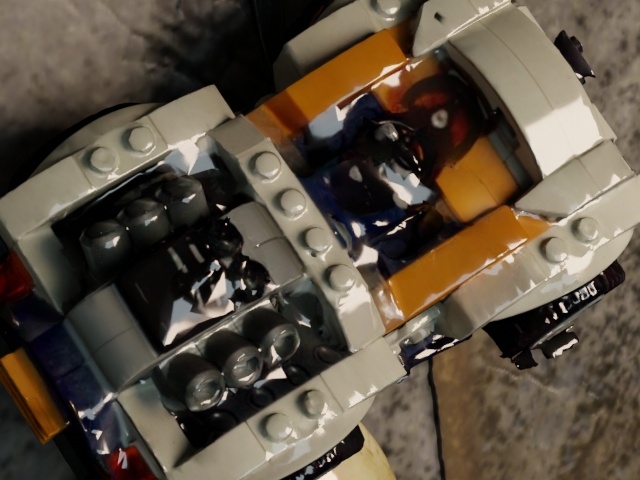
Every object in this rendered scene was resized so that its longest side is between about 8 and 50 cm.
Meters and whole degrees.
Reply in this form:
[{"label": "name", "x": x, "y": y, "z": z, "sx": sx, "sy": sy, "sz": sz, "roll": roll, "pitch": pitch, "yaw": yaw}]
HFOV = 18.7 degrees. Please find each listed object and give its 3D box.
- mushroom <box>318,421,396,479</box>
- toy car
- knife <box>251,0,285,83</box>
[{"label": "mushroom", "x": -0.032, "y": 0.133, "z": 0.910, "sx": 0.148, "sy": 0.112, "sz": 0.148, "roll": 0, "pitch": 115, "yaw": -1}, {"label": "toy car", "x": 0.000, "y": 0.000, "z": 0.837, "sx": 0.301, "sy": 0.118, "sz": 0.193, "roll": -29, "pitch": 82, "yaw": -25}, {"label": "knife", "x": -0.028, "y": -0.152, "z": 0.894, "sx": 0.023, "sy": 0.010, "sz": 0.170, "roll": -20, "pitch": 117, "yaw": -32}]
